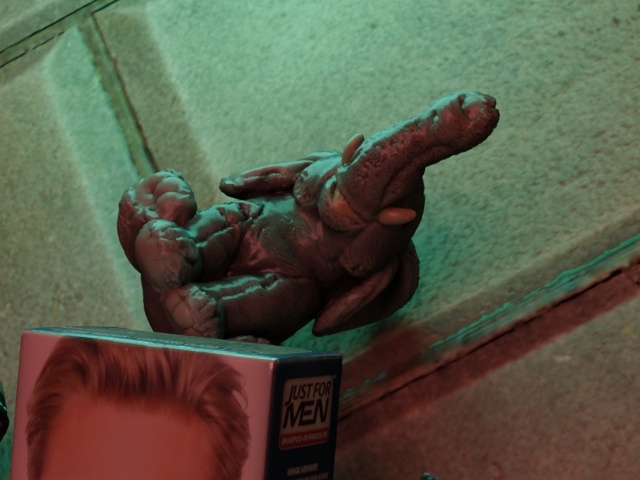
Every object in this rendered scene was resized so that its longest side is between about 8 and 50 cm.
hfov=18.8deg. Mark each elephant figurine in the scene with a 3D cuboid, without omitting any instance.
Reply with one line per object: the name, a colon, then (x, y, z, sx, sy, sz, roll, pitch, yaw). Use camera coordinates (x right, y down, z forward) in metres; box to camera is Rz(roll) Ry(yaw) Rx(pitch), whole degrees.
elephant figurine: (0.000, 0.000, 1.287, 0.239, 0.169, 0.186, -27, 27, -13)

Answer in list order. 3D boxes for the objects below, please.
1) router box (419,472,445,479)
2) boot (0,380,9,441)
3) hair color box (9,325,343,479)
router box: (0.081, 0.213, 1.198, 0.092, 0.038, 0.122, 15, 59, 30)
boot: (-0.311, 0.280, 1.269, 0.377, 0.138, 0.284, -40, 53, 1)
hair color box: (-0.096, 0.230, 1.144, 0.174, 0.105, 0.347, 5, 90, 24)
